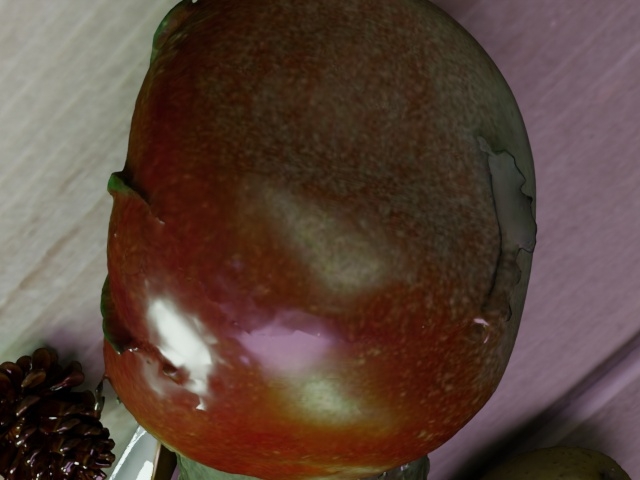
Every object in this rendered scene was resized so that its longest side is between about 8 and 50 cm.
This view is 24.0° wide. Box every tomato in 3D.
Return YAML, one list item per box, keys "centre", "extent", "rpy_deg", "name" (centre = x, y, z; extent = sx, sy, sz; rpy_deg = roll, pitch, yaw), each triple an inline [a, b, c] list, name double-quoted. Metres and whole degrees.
- centre: [0.000, 0.000, 0.886]
  extent: [0.239, 0.303, 0.303]
  rpy_deg: [10, 124, -2]
  name: "tomato"

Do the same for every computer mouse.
- centre: [-0.141, 0.187, 1.127]
  extent: [0.045, 0.102, 0.199]
  rpy_deg: [29, 117, -3]
  name: "computer mouse"

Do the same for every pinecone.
- centre: [-0.196, 0.136, 1.081]
  extent: [0.109, 0.102, 0.102]
  rpy_deg: [36, 118, 10]
  name: "pinecone"

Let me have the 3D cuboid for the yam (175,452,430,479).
- centre: [-0.012, 0.205, 1.098]
  extent: [0.195, 0.195, 0.300]
  rpy_deg: [-5, 126, -6]
  name: "yam"

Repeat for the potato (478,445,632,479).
- centre: [0.166, 0.271, 1.205]
  extent: [0.169, 0.143, 0.248]
  rpy_deg: [9, 123, -28]
  name: "potato"
